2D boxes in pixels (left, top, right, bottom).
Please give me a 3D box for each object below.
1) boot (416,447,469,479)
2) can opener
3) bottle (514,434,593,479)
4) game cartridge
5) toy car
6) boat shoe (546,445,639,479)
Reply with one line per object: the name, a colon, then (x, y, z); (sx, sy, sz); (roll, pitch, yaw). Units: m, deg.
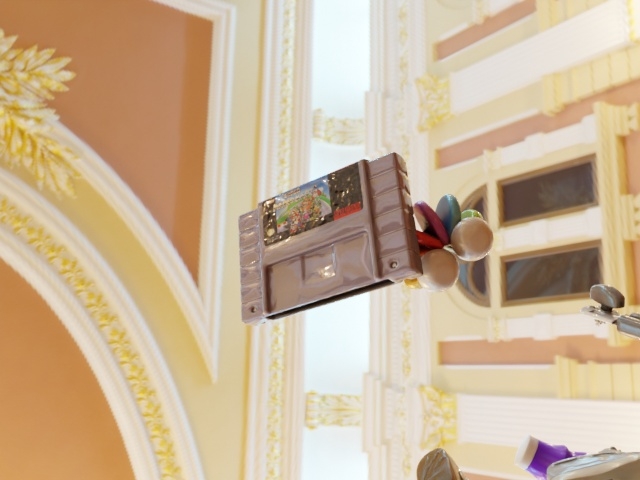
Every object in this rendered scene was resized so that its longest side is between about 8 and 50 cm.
boot: (0.260, 0.494, 1.117); (0.203, 0.095, 0.262); (42, -162, -23)
can opener: (0.708, 0.176, 1.535); (0.074, 0.280, 0.093); (-11, -72, -24)
bottle: (0.521, 0.475, 1.318); (0.282, 0.118, 0.092); (27, -145, 10)
game cartridge: (0.000, 0.000, 1.203); (0.068, 0.355, 0.230); (22, -126, -53)
toy car: (0.198, -0.005, 1.188); (0.182, 0.159, 0.136); (-42, -75, -3)
boat shoe: (0.517, 0.406, 1.215); (0.081, 0.227, 0.079); (-81, -26, -67)
